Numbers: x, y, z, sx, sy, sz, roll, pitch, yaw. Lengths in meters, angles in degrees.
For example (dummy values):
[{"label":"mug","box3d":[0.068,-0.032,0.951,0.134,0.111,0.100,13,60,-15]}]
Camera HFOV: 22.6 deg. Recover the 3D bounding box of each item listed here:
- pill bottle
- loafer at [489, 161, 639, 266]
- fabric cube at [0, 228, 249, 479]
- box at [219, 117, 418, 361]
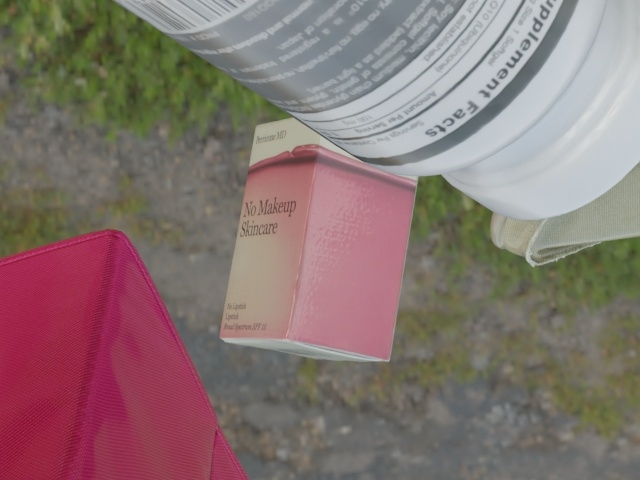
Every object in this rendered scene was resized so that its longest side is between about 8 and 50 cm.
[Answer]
[{"label":"pill bottle","box3d":[0.031,-0.163,0.906,0.210,0.210,0.363,-36,132,28]},{"label":"loafer","box3d":[0.243,-0.046,1.072,0.268,0.092,0.102,-24,149,-7]},{"label":"fabric cube","box3d":[-0.165,0.192,0.729,0.254,0.258,0.259,-19,117,9]},{"label":"box","box3d":[0.000,0.000,1.619,0.127,0.232,0.148,14,170,-29]}]
